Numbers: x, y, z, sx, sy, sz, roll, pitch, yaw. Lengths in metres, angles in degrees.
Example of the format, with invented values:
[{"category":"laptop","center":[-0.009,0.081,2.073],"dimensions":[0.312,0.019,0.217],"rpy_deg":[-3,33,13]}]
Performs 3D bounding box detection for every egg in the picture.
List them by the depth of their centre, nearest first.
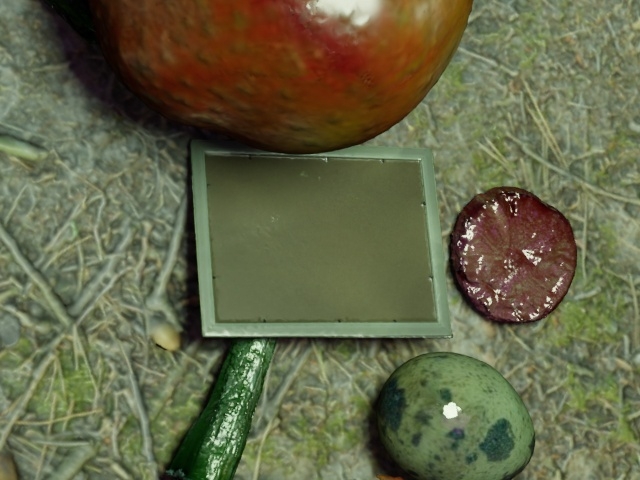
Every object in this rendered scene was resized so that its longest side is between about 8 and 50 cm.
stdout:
[{"category":"egg","center":[0.144,0.191,1.820],"dimensions":[0.181,0.141,0.141],"rpy_deg":[26,83,-22]}]

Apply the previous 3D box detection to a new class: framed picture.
[{"category":"framed picture","center":[0.000,0.000,1.809],"dimensions":[0.274,0.017,0.217],"rpy_deg":[3,72,-18]}]

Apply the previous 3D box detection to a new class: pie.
[{"category":"pie","center":[0.210,0.016,1.894],"dimensions":[0.154,0.036,0.154],"rpy_deg":[0,90,-18]}]

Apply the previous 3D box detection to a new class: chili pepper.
[{"category":"chili pepper","center":[-0.234,-0.248,1.743],"dimensions":[0.182,0.050,0.073],"rpy_deg":[40,63,-18]},{"category":"chili pepper","center":[-0.081,0.152,1.780],"dimensions":[0.059,0.088,0.227],"rpy_deg":[30,79,-30]}]

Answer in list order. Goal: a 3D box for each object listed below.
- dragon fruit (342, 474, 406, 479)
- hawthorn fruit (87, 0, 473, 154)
[{"category":"dragon fruit","center":[0.035,0.397,1.710],"dimensions":[0.314,0.263,0.296],"rpy_deg":[-2,101,-18]},{"category":"hawthorn fruit","center":[-0.024,-0.278,1.623],"dimensions":[0.402,0.403,0.403],"rpy_deg":[0,90,-18]}]
